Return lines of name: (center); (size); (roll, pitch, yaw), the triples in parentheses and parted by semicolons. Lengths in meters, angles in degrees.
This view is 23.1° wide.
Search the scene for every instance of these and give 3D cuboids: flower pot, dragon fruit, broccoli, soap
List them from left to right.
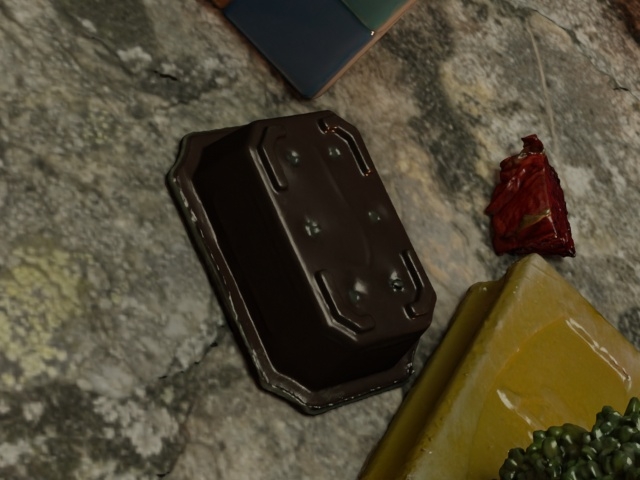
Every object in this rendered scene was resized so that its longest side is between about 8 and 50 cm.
flower pot: (0.000, 0.000, 1.241); (0.179, 0.084, 0.251); (-12, 71, -43)
soap: (0.157, 0.174, 1.253); (0.199, 0.091, 0.315); (43, 44, -6)
dragon fruit: (0.186, -0.041, 1.450); (0.097, 0.063, 0.131); (43, 33, -57)
broccoli: (0.199, 0.237, 1.109); (0.273, 0.180, 0.242); (70, 34, -51)

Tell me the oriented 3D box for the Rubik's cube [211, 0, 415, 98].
Rubik's cube: (0.040, -0.397, 1.345); (0.346, 0.344, 0.347); (46, 46, -4)
